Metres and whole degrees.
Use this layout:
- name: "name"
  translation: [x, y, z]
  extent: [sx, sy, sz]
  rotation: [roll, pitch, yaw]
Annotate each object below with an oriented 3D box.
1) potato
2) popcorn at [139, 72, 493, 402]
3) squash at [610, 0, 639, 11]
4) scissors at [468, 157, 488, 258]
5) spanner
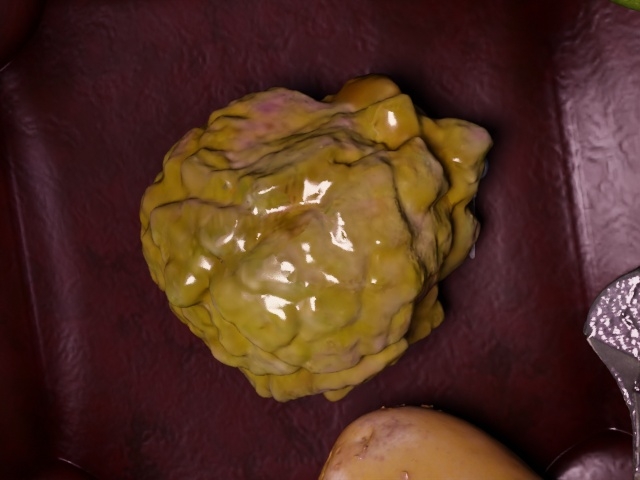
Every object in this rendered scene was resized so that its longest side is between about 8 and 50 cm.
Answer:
- name: "potato"
  translation: [0.104, 0.218, 1.152]
  extent: [0.234, 0.146, 0.150]
  rotation: [37, 156, 3]
- name: "popcorn"
  translation: [0.000, 0.000, 1.137]
  extent: [0.259, 0.259, 0.212]
  rotation: [10, 126, 23]
- name: "squash"
  translation: [0.120, -0.287, 1.094]
  extent: [0.378, 0.101, 0.101]
  rotation: [42, 112, 9]
- name: "scissors"
  translation: [0.112, -0.027, 1.185]
  extent: [0.036, 0.006, 0.083]
  rotation: [0, 97, 27]
- name: "spanner"
  translation: [0.239, 0.180, 1.145]
  extent: [0.093, 0.026, 0.326]
  rotation: [2, 99, 25]
